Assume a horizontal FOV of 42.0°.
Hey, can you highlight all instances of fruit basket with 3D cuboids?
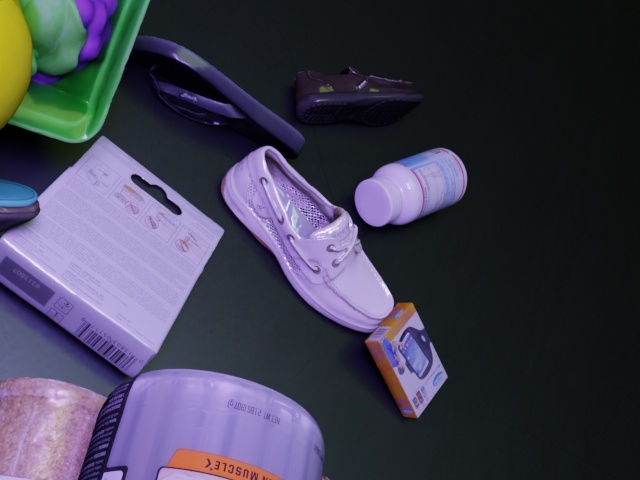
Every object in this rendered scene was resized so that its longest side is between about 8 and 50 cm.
[{"bbox_3d":[-0.332,-0.220,0.718,0.392,0.282,0.392,23,13,-6],"label":"fruit basket"}]

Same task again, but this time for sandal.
[{"bbox_3d":[-0.132,-0.168,1.027,0.254,0.097,0.054,32,78,-17],"label":"sandal"}]

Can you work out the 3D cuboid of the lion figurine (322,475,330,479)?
[{"bbox_3d":[-0.099,0.370,0.730,0.392,0.142,0.240,-14,68,-36],"label":"lion figurine"}]

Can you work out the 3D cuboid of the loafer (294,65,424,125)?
[{"bbox_3d":[0.056,-0.215,1.189,0.220,0.080,0.078,-5,70,-38],"label":"loafer"}]

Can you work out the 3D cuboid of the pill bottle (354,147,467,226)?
[{"bbox_3d":[0.125,-0.071,1.158,0.160,0.087,0.087,-21,80,-40],"label":"pill bottle"}]

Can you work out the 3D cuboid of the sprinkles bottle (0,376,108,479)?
[{"bbox_3d":[-0.256,0.292,0.664,0.121,0.121,0.355,23,55,-25],"label":"sprinkles bottle"}]

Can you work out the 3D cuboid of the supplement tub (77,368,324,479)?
[{"bbox_3d":[-0.108,0.273,0.614,0.194,0.193,0.316,27,49,-22],"label":"supplement tub"}]

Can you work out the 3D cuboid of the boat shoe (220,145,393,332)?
[{"bbox_3d":[0.000,0.000,1.022,0.277,0.096,0.098,45,45,-10],"label":"boat shoe"}]

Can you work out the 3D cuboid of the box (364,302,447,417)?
[{"bbox_3d":[0.112,0.155,1.042,0.081,0.028,0.136,-44,114,-38],"label":"box"}]

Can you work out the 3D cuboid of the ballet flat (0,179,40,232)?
[{"bbox_3d":[-0.404,-0.029,0.753,0.281,0.096,0.095,12,18,-20],"label":"ballet flat"}]

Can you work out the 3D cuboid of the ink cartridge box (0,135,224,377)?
[{"bbox_3d":[-0.222,0.010,0.903,0.189,0.066,0.232,39,29,-12],"label":"ink cartridge box"}]
